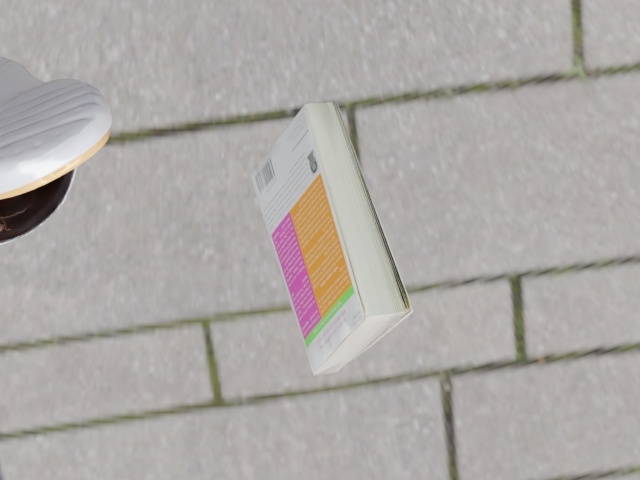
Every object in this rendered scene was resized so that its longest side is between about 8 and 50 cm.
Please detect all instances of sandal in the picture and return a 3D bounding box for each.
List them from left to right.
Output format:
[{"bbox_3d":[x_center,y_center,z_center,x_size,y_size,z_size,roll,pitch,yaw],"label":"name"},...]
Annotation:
[{"bbox_3d":[-0.159,-0.029,0.812,0.102,0.265,0.076,-30,111,-18],"label":"sandal"}]

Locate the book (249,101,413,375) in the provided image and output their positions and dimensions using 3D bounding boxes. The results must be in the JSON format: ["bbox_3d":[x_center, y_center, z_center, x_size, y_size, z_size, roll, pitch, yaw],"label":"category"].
[{"bbox_3d":[0.000,0.000,1.073,0.035,0.144,0.096,-6,157,-30],"label":"book"}]
